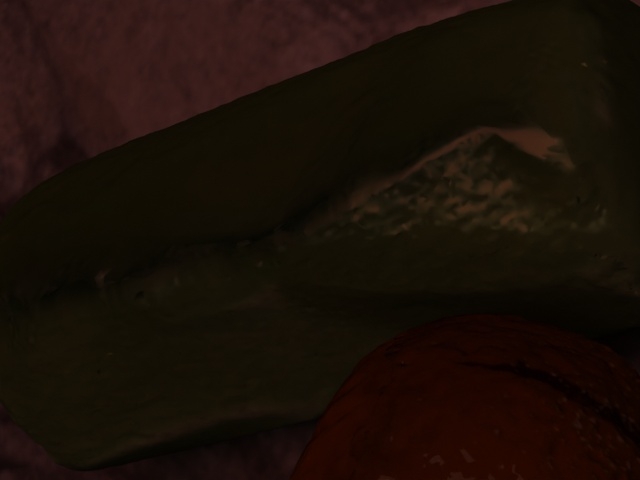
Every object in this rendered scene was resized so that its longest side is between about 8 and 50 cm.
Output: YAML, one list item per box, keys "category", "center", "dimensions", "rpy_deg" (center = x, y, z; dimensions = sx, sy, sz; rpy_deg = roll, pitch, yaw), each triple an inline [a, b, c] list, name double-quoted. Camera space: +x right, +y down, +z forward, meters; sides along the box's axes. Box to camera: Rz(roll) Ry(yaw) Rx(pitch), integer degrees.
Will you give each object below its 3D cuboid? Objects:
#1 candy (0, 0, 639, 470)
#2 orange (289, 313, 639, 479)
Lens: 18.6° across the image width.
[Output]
- category: "candy"
  center: [0.000, 0.000, 0.836]
  dimensions: [0.343, 0.132, 0.142]
  rpy_deg: [-18, 25, 34]
- category: "orange"
  center: [0.059, 0.124, 0.711]
  dimensions: [0.161, 0.193, 0.193]
  rpy_deg: [23, 94, 1]
